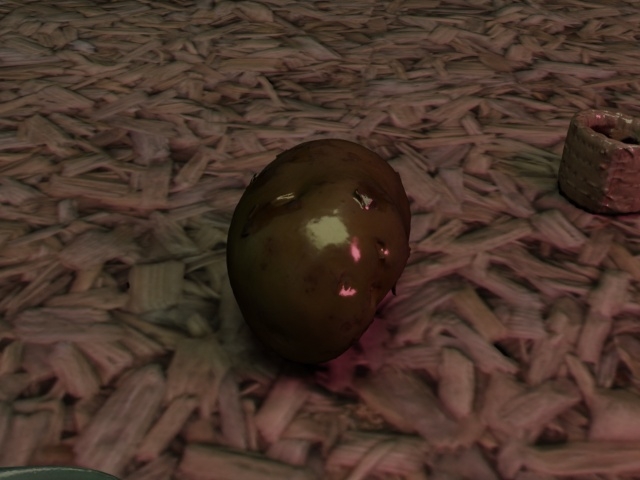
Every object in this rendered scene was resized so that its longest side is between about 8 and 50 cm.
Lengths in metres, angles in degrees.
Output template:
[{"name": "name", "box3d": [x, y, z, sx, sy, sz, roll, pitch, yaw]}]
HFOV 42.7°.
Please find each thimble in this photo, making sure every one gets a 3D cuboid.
[{"name": "thimble", "box3d": [0.330, -0.091, 0.939, 0.102, 0.090, 0.115, 5, 31, 1]}]

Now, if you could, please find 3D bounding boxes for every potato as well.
[{"name": "potato", "box3d": [0.000, 0.000, 0.736, 0.164, 0.165, 0.262, 2, 26, 2]}]

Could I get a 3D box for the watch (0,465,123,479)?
[{"name": "watch", "box3d": [-0.194, 0.225, 0.458, 0.195, 0.068, 0.237, 19, 33, 21]}]
